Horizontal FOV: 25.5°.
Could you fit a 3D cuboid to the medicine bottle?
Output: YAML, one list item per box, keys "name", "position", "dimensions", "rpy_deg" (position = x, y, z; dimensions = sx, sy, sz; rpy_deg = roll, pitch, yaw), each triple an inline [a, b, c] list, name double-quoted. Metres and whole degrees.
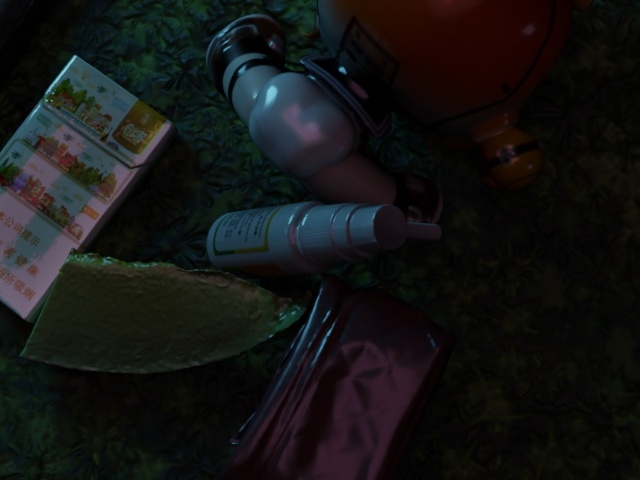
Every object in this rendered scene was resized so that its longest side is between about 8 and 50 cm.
- name: "medicine bottle"
  position: [0.000, 0.000, 1.183]
  dimensions: [0.092, 0.221, 0.061]
  rpy_deg: [7, 82, -36]

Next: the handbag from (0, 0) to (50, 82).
- name: "handbag"
  position: [-0.374, -0.199, 1.306]
  dimensions: [0.192, 0.075, 0.332]
  rpy_deg: [28, 80, 5]

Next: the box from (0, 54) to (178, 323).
- name: "box"
  position: [-0.241, -0.047, 1.284]
  dimensions: [0.122, 0.032, 0.220]
  rpy_deg: [35, 84, 10]

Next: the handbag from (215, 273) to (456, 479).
- name: "handbag"
  position: [0.011, 0.145, 1.174]
  dimensions: [0.135, 0.146, 0.225]
  rpy_deg: [26, 82, 7]

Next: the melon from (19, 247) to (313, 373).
- name: "melon"
  position: [-0.133, 0.057, 1.231]
  dimensions: [0.262, 0.053, 0.114]
  rpy_deg: [-2, 106, 8]

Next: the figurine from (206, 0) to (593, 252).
- name: "figurine"
  position: [0.079, -0.178, 1.199]
  dimensions: [0.320, 0.196, 0.323]
  rpy_deg: [44, 96, 9]
